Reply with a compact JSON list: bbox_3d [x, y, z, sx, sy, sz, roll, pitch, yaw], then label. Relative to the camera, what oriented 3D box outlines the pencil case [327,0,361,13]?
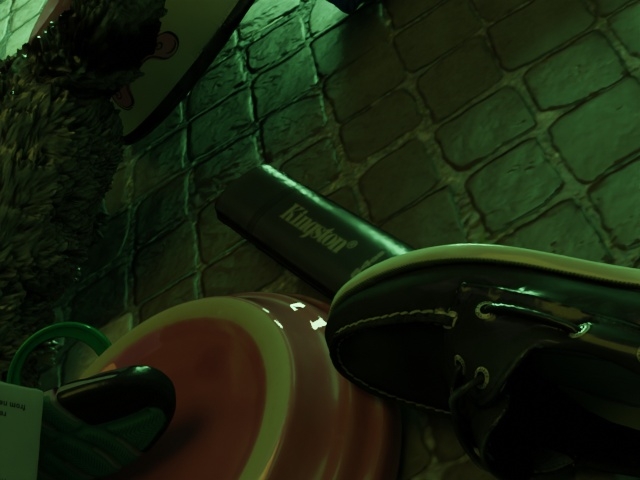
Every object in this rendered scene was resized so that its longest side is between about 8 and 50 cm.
[{"bbox_3d":[0.097,-0.379,1.089,0.306,0.133,0.119,-44,65,-1],"label":"pencil case"}]

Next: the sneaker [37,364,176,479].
[{"bbox_3d":[-0.199,0.129,0.748,0.224,0.083,0.098,-30,33,17],"label":"sneaker"}]

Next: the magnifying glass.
[{"bbox_3d":[-0.259,0.175,0.906,0.231,0.092,0.026,-58,6,-6],"label":"magnifying glass"}]

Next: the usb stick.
[{"bbox_3d":[0.000,0.000,0.858,0.077,0.045,0.278,-32,34,-18],"label":"usb stick"}]

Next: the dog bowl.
[{"bbox_3d":[-0.170,-0.315,1.141,0.408,0.150,0.408,-46,25,29],"label":"dog bowl"}]

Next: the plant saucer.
[{"bbox_3d":[-0.102,0.165,0.760,0.332,0.084,0.332,-25,39,22],"label":"plant saucer"}]

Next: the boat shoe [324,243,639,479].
[{"bbox_3d":[0.130,0.086,0.593,0.340,0.127,0.113,4,46,32],"label":"boat shoe"}]

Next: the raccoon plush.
[{"bbox_3d":[-0.280,-0.043,0.919,0.299,0.216,0.446,-93,21,-43],"label":"raccoon plush"}]

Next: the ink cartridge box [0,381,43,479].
[{"bbox_3d":[-0.283,0.228,0.637,0.197,0.114,0.273,-15,64,34],"label":"ink cartridge box"}]
